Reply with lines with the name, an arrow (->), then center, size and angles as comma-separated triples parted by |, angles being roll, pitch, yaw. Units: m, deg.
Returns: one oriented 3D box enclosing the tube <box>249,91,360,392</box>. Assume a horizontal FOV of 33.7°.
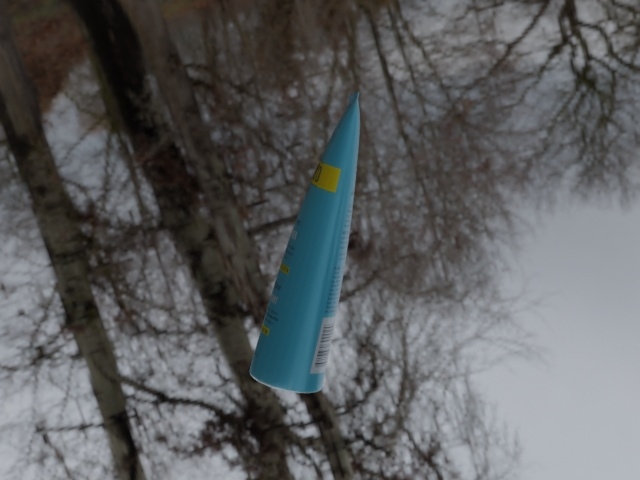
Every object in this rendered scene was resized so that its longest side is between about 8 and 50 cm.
tube -> 0.000, 0.000, 0.730 | 0.052, 0.207, 0.080 | 13, -174, -9
